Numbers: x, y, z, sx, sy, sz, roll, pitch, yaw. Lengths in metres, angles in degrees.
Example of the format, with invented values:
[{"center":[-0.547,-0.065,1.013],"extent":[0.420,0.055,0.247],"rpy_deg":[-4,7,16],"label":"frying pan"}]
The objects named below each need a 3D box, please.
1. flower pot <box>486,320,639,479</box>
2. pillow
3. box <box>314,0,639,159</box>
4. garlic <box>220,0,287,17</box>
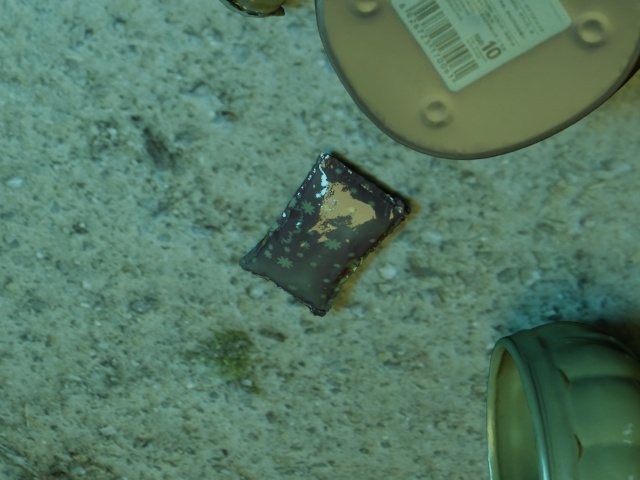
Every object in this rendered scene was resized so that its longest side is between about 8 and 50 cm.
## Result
[{"center":[0.304,0.228,1.017],"extent":[0.244,0.307,0.307],"rpy_deg":[-2,121,0],"label":"flower pot"},{"center":[0.000,0.000,1.100],"extent":[0.118,0.043,0.185],"rpy_deg":[34,124,-3],"label":"pillow"},{"center":[0.134,-0.212,0.831],"extent":[0.301,0.216,0.301],"rpy_deg":[9,123,13],"label":"box"},{"center":[-0.074,-0.270,0.950],"extent":[0.084,0.066,0.152],"rpy_deg":[-29,115,0],"label":"garlic"}]
